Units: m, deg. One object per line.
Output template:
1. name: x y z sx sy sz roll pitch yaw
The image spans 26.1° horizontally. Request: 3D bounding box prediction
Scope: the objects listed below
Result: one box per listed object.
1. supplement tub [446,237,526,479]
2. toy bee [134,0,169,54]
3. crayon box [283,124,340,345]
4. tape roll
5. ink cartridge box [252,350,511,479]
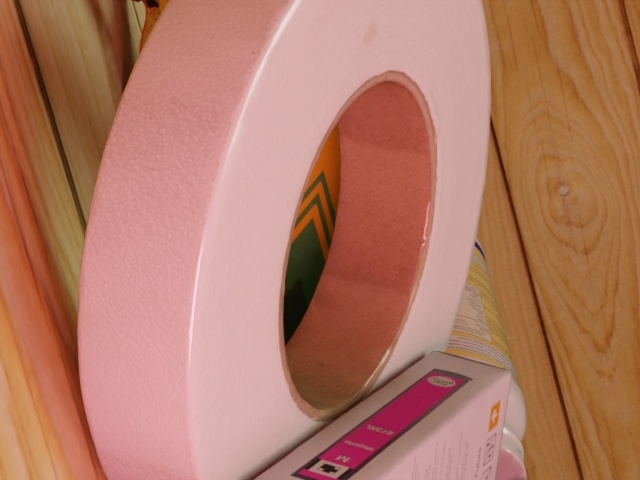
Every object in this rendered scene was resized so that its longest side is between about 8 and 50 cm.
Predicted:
1. supplement tub: 0.098 0.146 1.565 0.241 0.241 0.331 70 8 -48
2. toy bee: -0.093 -0.163 1.071 0.298 0.162 0.195 -61 151 -46
3. crayon box: 0.000 0.000 1.070 0.203 0.083 0.323 -18 120 -84
4. tape roll: -0.001 -0.004 0.812 0.392 0.072 0.392 -39 135 -53
5. ink cartridge box: 0.012 0.197 0.779 0.371 0.069 0.176 -26 126 -62
